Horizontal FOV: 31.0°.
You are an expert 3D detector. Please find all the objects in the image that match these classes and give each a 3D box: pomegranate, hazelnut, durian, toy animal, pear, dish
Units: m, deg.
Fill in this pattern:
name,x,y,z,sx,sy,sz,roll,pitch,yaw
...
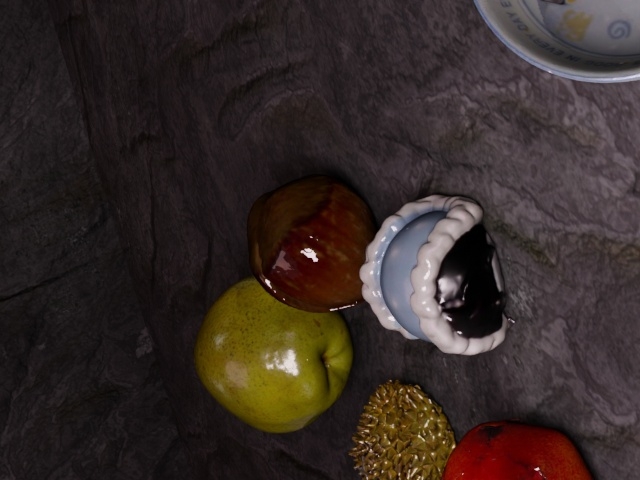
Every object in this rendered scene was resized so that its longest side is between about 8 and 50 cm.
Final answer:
name,x,y,z,sx,sy,sz,roll,pitch,yaw
pomegranate,0.263,0.337,1.515,0.210,0.210,0.235,57,-163,20
hazelnut,0.000,0.000,1.791,0.234,0.218,0.218,-113,12,-55
durian,0.130,0.341,1.902,0.249,0.138,0.183,102,147,-47
toy animal,0.148,0.055,1.536,0.204,0.156,0.208,13,121,58
pear,-0.087,0.202,2.061,0.294,0.294,0.294,48,152,37
dish,0.267,-0.263,0.971,0.273,0.134,0.273,0,90,32
